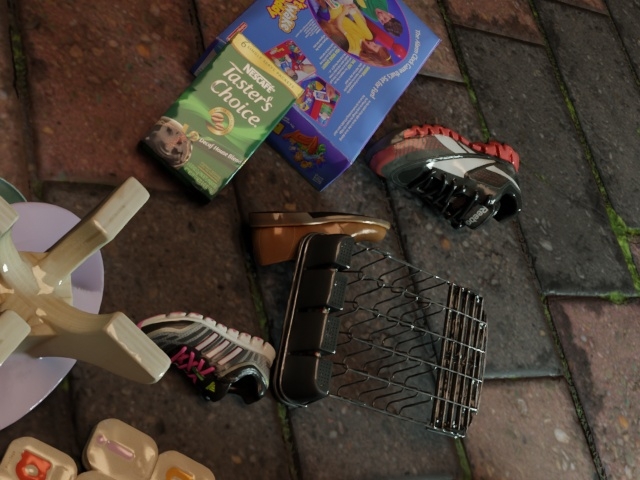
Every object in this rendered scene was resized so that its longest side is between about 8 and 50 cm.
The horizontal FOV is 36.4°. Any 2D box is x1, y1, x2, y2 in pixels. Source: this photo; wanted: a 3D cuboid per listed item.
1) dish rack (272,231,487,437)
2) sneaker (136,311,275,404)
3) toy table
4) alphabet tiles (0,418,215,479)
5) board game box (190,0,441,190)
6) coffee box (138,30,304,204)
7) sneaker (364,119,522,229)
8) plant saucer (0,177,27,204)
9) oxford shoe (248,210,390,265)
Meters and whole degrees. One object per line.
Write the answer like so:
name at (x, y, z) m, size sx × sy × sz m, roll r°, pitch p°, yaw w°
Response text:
dish rack at (0.086, 0.119, 1.159) m, size 0.271 × 0.074 × 0.208 m, roll 22°, pitch 70°, yaw -31°
sneaker at (-0.120, 0.130, 1.027) m, size 0.170 × 0.063 × 0.075 m, roll 22°, pitch 46°, yaw -32°
toy table at (-0.268, 0.055, 0.876) m, size 0.252 × 0.161 × 0.274 m, roll 38°, pitch 51°, yaw -23°
alphabet tiles at (-0.192, 0.312, 0.889) m, size 0.278 × 0.021 × 0.284 m, roll 33°, pitch 48°, yaw -20°
board game box at (0.007, -0.260, 1.356) m, size 0.233 × 0.078 × 0.347 m, roll 43°, pitch 46°, yaw -8°
coffee box at (-0.117, -0.148, 1.164) m, size 0.113 × 0.040 × 0.184 m, roll 42°, pitch 74°, yaw -8°
sneaker at (0.184, -0.086, 1.369) m, size 0.276 × 0.097 × 0.135 m, roll 9°, pitch 56°, yaw -35°
plant saucer at (-0.347, -0.015, 0.974) m, size 0.119 × 0.021 × 0.119 m, roll 20°, pitch 53°, yaw -28°
oxford shoe at (0.000, 0.000, 1.210) m, size 0.212 × 0.076 × 0.076 m, roll -3°, pitch 93°, yaw -38°
